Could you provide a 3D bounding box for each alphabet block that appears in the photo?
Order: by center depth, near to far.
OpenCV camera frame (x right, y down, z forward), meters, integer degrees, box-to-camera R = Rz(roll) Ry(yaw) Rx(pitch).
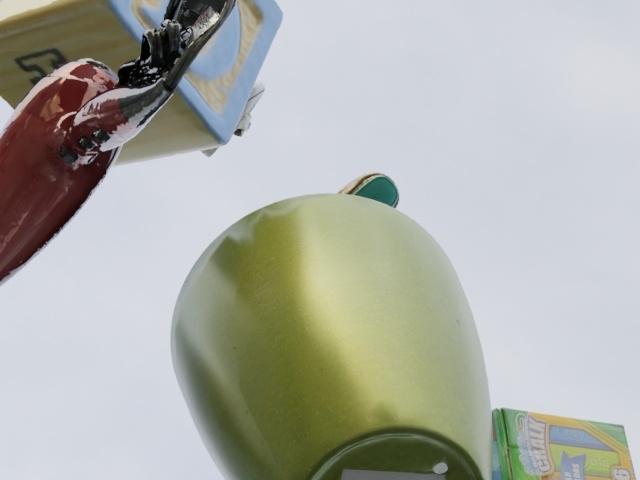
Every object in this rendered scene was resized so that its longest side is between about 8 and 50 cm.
[{"bbox_3d":[-0.185,-0.202,0.979,0.197,0.192,0.193,-6,-42,33],"label":"alphabet block"}]

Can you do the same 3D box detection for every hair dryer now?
[{"bbox_3d":[-0.161,-0.080,0.676,0.080,0.223,0.293,36,-75,-13],"label":"hair dryer"}]

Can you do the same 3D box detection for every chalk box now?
[{"bbox_3d":[0.210,0.264,1.078,0.132,0.213,0.132,128,-35,-49],"label":"chalk box"}]

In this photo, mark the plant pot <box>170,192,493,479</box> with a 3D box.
[{"bbox_3d":[0.025,0.135,0.807,0.274,0.293,0.275,-3,-70,-9],"label":"plant pot"}]

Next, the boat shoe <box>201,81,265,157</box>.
[{"bbox_3d":[-0.089,-0.123,1.059,0.035,0.100,0.035,52,-24,-16],"label":"boat shoe"}]

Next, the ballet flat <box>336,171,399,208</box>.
[{"bbox_3d":[0.000,0.000,1.120,0.206,0.067,0.073,-33,-87,-20],"label":"ballet flat"}]
